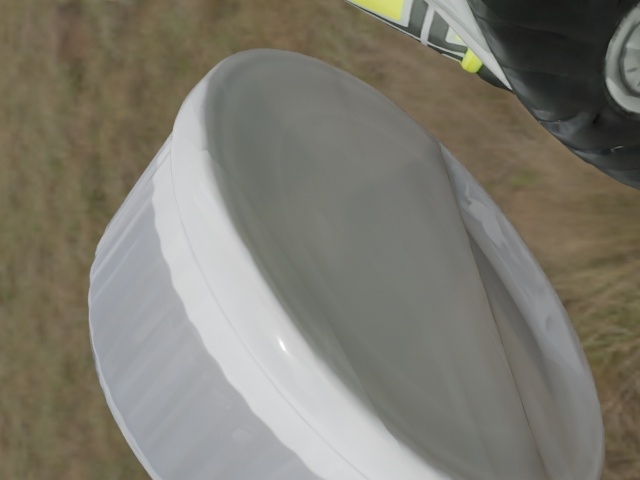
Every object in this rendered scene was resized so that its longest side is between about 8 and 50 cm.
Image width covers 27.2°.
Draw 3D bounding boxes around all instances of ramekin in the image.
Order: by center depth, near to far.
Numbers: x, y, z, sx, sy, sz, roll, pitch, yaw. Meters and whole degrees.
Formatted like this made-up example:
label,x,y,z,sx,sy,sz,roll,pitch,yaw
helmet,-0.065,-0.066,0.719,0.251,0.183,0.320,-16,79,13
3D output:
label,x,y,z,sx,sy,sz,roll,pitch,yaw
ramekin,0.008,0.047,0.659,0.127,0.273,0.273,-41,46,28

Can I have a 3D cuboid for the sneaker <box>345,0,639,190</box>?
label,x,y,z,sx,sy,sz,roll,pitch,yaw
sneaker,0.045,-0.132,0.408,0.145,0.384,0.147,-56,33,11
